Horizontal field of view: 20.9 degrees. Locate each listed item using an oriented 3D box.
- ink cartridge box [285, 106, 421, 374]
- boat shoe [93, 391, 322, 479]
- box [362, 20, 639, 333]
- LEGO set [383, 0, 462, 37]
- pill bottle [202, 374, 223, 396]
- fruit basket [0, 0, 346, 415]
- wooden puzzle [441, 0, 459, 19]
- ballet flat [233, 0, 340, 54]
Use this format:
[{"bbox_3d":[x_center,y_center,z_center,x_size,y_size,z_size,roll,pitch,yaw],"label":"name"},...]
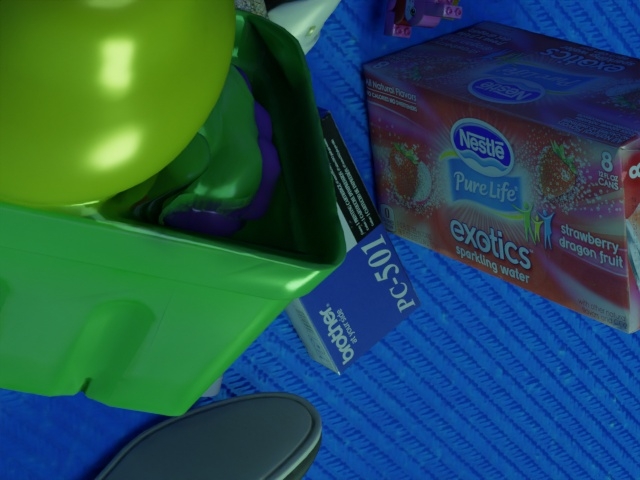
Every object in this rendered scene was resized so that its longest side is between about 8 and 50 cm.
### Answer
[{"bbox_3d":[0.000,0.000,1.393,0.097,0.046,0.207,-40,125,-18],"label":"ink cartridge box"},{"bbox_3d":[-0.140,0.234,1.341,0.335,0.112,0.095,-32,140,-18],"label":"boat shoe"},{"bbox_3d":[0.180,-0.060,1.343,0.142,0.300,0.154,-22,118,-30],"label":"box"},{"bbox_3d":[0.125,-0.266,1.348,0.087,0.093,0.227,1,98,-39],"label":"LEGO set"},{"bbox_3d":[-0.090,0.056,1.331,0.067,0.067,0.120,4,103,-38],"label":"pill bottle"},{"bbox_3d":[-0.157,-0.095,0.906,0.392,0.283,0.392,-5,130,-6],"label":"fruit basket"},{"bbox_3d":[0.079,-0.225,1.395,0.116,0.014,0.079,17,95,-39],"label":"wooden puzzle"},{"bbox_3d":[-0.040,-0.190,1.091,0.106,0.107,0.316,-6,134,7],"label":"ballet flat"}]
